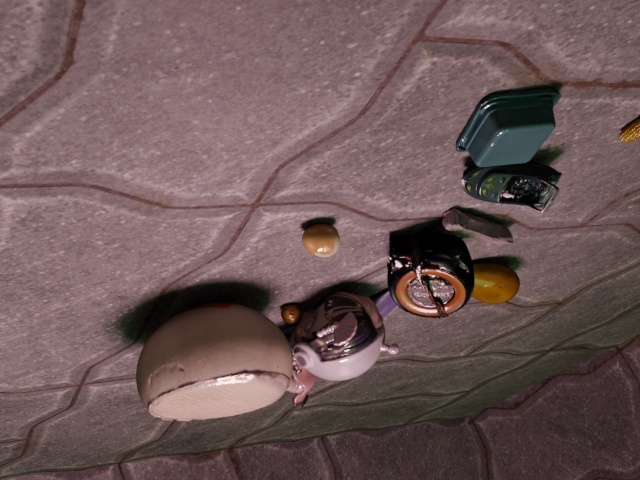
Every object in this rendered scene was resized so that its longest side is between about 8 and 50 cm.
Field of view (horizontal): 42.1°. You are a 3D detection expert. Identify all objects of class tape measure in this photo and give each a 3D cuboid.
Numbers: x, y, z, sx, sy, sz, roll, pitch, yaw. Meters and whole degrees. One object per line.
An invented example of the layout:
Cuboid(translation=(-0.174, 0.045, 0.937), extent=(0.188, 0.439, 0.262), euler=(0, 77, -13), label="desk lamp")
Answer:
Cuboid(translation=(0.253, 0.076, 1.925), extent=(0.202, 0.135, 0.222), euler=(-1, 131, 8), label="tape measure")

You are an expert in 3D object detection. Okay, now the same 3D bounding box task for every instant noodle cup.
Cuboid(translation=(0.344, -0.195, 1.513), extent=(0.157, 0.070, 0.179), euler=(-8, 157, -15), label="instant noodle cup")

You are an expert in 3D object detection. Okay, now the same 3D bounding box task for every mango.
Cuboid(translation=(0.452, 0.111, 2.245), extent=(0.228, 0.099, 0.136), euler=(17, 148, -39), label="mango")

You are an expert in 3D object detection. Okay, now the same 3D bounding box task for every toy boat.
Cuboid(translation=(0.383, -0.114, 1.685), extent=(0.246, 0.103, 0.093), euler=(4, 126, -29), label="toy boat")

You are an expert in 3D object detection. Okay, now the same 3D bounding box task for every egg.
Cuboid(translation=(0.000, 0.000, 1.727), extent=(0.083, 0.071, 0.071), euler=(2, 151, -30), label="egg")

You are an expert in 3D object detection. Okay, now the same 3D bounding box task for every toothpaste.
Cuboid(translation=(0.102, 0.230, 2.315), extent=(0.371, 0.080, 0.125), euler=(-34, 151, 26), label="toothpaste")

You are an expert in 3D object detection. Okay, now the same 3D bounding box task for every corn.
Cuboid(translation=(0.644, -0.228, 1.672), extent=(0.037, 0.037, 0.092), euler=(4, 152, -39), label="corn")

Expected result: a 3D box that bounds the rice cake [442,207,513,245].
Cuboid(translation=(0.367, -0.027, 1.926), extent=(0.049, 0.055, 0.270), euler=(-15, 163, 39), label="rice cake")

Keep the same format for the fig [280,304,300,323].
Cuboid(translation=(-0.077, 0.190, 2.147), extent=(0.050, 0.050, 0.083), euler=(-14, 175, -4), label="fig")

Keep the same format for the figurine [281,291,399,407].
Cuboid(translation=(0.017, 0.272, 2.171), extent=(0.211, 0.253, 0.361), euler=(41, 126, -18), label="figurine")

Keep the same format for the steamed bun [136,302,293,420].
Cuboid(translation=(-0.252, 0.275, 1.964), extent=(0.375, 0.241, 0.374), euler=(-10, 159, -4), label="steamed bun")
